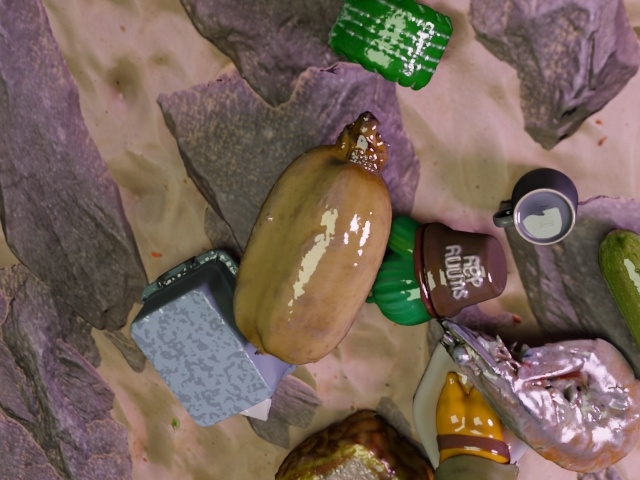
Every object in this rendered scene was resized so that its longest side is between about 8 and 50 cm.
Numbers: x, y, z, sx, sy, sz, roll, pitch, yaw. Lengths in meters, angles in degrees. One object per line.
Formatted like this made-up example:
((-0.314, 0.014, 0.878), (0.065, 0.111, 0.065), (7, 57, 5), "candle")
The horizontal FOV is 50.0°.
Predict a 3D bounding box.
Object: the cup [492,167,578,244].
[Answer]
((0.251, -0.034, 0.807), (0.100, 0.077, 0.078), (-20, 101, 24), "cup")

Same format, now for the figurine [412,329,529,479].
((0.189, 0.258, 0.897), (0.166, 0.141, 0.250), (-5, 107, 22), "figurine")

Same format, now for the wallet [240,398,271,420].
((-0.118, 0.252, 1.070), (0.083, 0.011, 0.044), (15, 113, 13), "wallet")

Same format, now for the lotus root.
((0.000, 0.000, 0.863), (0.169, 0.151, 0.343), (34, 108, 34), "lotus root")

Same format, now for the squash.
((0.396, 0.094, 0.808), (0.069, 0.069, 0.239), (-26, 98, 25), "squash")

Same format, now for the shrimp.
((0.283, 0.172, 0.850), (0.316, 0.062, 0.164), (38, 92, -13), "shrimp")

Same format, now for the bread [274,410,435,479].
((0.046, 0.363, 1.010), (0.222, 0.096, 0.181), (-41, 95, 26), "bread")

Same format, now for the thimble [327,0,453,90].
((0.077, -0.234, 0.775), (0.130, 0.118, 0.090), (21, 113, -13), "thimble")

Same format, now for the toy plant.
((0.128, 0.037, 0.864), (0.200, 0.105, 0.143), (-9, 95, 34), "toy plant")

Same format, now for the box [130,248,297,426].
((-0.152, 0.141, 0.976), (0.162, 0.130, 0.227), (-28, 103, 17), "box")
